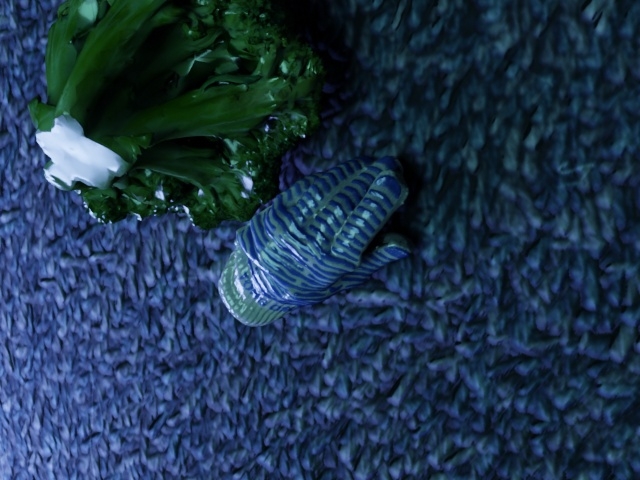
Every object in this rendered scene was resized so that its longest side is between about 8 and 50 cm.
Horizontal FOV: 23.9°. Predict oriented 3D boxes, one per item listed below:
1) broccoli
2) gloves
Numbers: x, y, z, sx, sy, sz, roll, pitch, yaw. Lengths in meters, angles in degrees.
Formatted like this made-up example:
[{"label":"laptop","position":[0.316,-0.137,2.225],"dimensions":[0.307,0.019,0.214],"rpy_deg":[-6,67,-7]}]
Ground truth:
[{"label":"broccoli","position":[-0.132,-0.132,1.276],"dimensions":[0.265,0.245,0.294],"rpy_deg":[26,145,19]},{"label":"gloves","position":[-0.003,0.005,1.313],"dimensions":[0.119,0.097,0.229],"rpy_deg":[38,126,-12]}]
